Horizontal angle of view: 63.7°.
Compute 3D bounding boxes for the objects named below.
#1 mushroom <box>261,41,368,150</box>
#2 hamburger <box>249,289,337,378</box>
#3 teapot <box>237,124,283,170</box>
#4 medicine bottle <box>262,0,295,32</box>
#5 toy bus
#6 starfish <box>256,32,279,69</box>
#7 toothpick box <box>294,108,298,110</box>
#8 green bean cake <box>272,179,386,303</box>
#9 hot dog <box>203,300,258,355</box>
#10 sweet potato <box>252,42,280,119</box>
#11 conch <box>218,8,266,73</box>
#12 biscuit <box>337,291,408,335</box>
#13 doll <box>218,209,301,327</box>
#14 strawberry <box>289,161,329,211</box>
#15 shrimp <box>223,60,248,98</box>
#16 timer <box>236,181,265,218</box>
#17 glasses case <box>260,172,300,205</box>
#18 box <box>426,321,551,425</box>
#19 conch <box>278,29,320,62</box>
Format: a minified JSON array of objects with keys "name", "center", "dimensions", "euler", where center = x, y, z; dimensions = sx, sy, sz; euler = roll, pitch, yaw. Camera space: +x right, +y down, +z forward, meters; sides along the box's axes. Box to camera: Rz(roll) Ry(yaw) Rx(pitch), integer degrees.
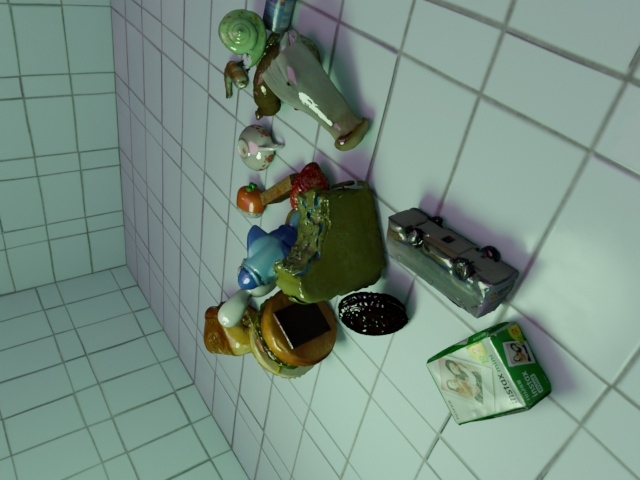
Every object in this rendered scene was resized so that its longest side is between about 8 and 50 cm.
[{"name":"mushroom","center":[-0.011,-0.374,1.369],"dimensions":[0.328,0.122,0.159],"euler":[48,156,0]},{"name":"hamburger","center":[-0.098,0.309,1.699],"dimensions":[0.225,0.291,0.290],"euler":[-43,67,49]},{"name":"teapot","center":[-0.217,-0.319,1.783],"dimensions":[0.246,0.116,0.159],"euler":[19,107,45]},{"name":"medicine bottle","center":[-0.109,-0.704,1.470],"dimensions":[0.083,0.084,0.203],"euler":[52,140,30]},{"name":"toy bus","center":[0.285,0.046,1.175],"dimensions":[0.317,0.113,0.137],"euler":[42,139,41]},{"name":"starfish","center":[-0.166,-0.589,1.645],"dimensions":[0.216,0.050,0.223],"euler":[62,151,3]},{"name":"toothpick box","center":[-0.071,-0.436,1.556],"dimensions":[0.047,0.047,0.083],"euler":[-36,74,55]},{"name":"green bean cake","center":[0.000,0.000,1.417],"dimensions":[0.202,0.285,0.309],"euler":[6,105,61]},{"name":"hot dog","center":[-0.382,0.369,2.219],"dimensions":[0.405,0.185,0.222],"euler":[-17,90,57]},{"name":"sweet potato","center":[-0.153,-0.478,1.571],"dimensions":[0.098,0.124,0.310],"euler":[36,133,10]},{"name":"conch","center":[-0.227,-0.583,1.539],"dimensions":[0.143,0.137,0.250],"euler":[46,171,1]},{"name":"biscuit","center":[0.140,0.201,1.399],"dimensions":[0.194,0.195,0.053],"euler":[127,157,-51]},{"name":"doll","center":[-0.184,0.066,1.693],"dimensions":[0.365,0.187,0.375],"euler":[-53,23,41]},{"name":"strawberry","center":[-0.031,-0.150,1.547],"dimensions":[0.131,0.131,0.148],"euler":[33,137,46]},{"name":"shrimp","center":[-0.316,-0.561,1.869],"dimensions":[0.161,0.049,0.166],"euler":[59,145,27]},{"name":"timer","center":[-0.258,-0.155,1.899],"dimensions":[0.136,0.099,0.136],"euler":[26,130,36]},{"name":"glasses case","center":[-0.120,-0.170,1.710],"dimensions":[0.218,0.075,0.049],"euler":[-20,84,57]},{"name":"box","center":[0.369,0.301,1.155],"dimensions":[0.180,0.103,0.250],"euler":[63,146,16]},{"name":"conch","center":[-0.053,-0.507,1.454],"dimensions":[0.116,0.106,0.172],"euler":[-37,73,36]}]
